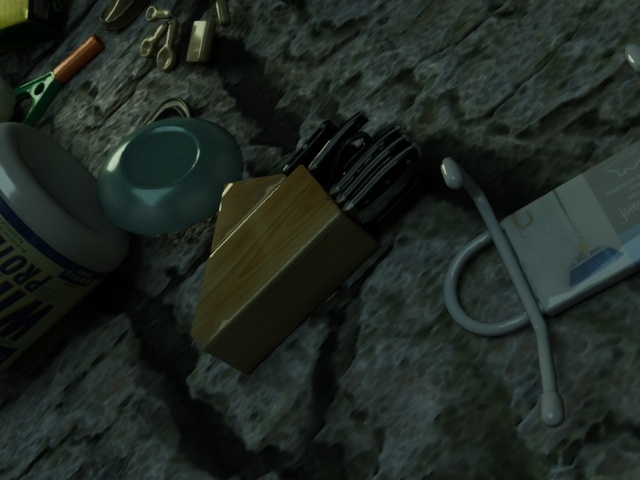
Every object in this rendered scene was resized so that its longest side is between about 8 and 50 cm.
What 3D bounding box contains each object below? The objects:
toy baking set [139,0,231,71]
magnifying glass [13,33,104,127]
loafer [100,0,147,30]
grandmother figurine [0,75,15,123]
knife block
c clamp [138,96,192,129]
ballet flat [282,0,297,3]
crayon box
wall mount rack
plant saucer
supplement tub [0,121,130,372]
[{"bbox_3d":[-0.206,-0.361,1.372,0.197,0.030,0.256,-18,73,37],"label":"toy baking set"},{"bbox_3d":[-0.435,-0.243,1.523,0.231,0.026,0.092,-40,49,13],"label":"magnifying glass"},{"bbox_3d":[-0.292,-0.388,1.483,0.148,0.050,0.056,-45,49,5],"label":"loafer"},{"bbox_3d":[-0.607,-0.224,1.563,0.342,0.104,0.207,6,77,45],"label":"grandmother figurine"},{"bbox_3d":[0.000,0.000,1.040,0.242,0.088,0.275,-6,62,33],"label":"knife block"},{"bbox_3d":[-0.223,-0.121,1.310,0.160,0.022,0.137,-54,43,0],"label":"c clamp"},{"bbox_3d":[-0.082,-0.394,1.328,0.068,0.072,0.213,-48,48,-3],"label":"ballet flat"},{"bbox_3d":[-0.577,-0.423,1.650,0.319,0.081,0.202,-6,77,31],"label":"crayon box"},{"bbox_3d":[0.255,0.000,0.836,0.350,0.130,0.304,-32,51,18],"label":"wall mount rack"},{"bbox_3d":[-0.198,-0.096,1.219,0.195,0.037,0.195,-5,54,7],"label":"plant saucer"},{"bbox_3d":[-0.433,0.034,1.226,0.325,0.235,0.235,-42,49,9],"label":"supplement tub"}]
